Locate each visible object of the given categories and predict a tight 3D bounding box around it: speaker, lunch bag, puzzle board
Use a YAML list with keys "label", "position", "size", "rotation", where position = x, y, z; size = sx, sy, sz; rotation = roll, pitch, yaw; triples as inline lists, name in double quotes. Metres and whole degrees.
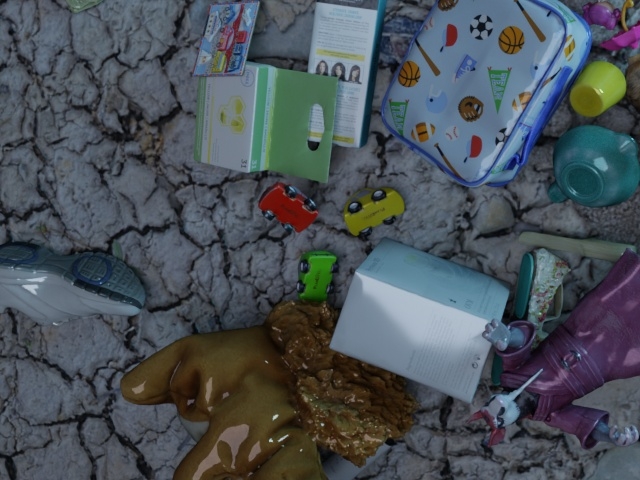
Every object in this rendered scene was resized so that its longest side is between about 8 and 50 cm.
- label: "speaker"
  position: [0.057, 0.364, 1.869]
  size: [0.055, 0.055, 0.136]
  rotation: [46, 108, 1]
- label: "lunch bag"
  position: [0.241, -0.230, 1.624]
  size: [0.243, 0.115, 0.303]
  rotation: [38, 113, 26]
- label: "puzzle board"
  position: [-0.150, -0.317, 1.743]
  size: [0.096, 0.011, 0.128]
  rotation: [4, 73, 30]

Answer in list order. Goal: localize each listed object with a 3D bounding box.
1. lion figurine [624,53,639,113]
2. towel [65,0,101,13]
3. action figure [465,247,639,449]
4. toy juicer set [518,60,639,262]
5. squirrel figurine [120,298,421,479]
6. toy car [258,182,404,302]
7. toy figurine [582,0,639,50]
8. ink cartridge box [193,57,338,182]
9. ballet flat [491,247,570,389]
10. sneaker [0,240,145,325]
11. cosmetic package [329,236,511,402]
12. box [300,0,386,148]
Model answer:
- label: "lion figurine"
  position: [0.599, -0.116, 1.582]
  size: [0.240, 0.142, 0.392]
  rotation: [-17, 102, 24]
- label: "towel"
  position: [-0.393, -0.455, 1.809]
  size: [0.110, 0.027, 0.148]
  rotation: [-24, 96, 17]
- label: "action figure"
  position: [0.361, 0.157, 1.597]
  size: [0.370, 0.276, 0.248]
  rotation: [-34, 94, 8]
- label: "toy juicer set"
  position: [0.431, -0.087, 1.621]
  size: [0.209, 0.089, 0.329]
  rotation: [29, 135, 20]
- label: "squirrel figurine"
  position: [-0.044, 0.299, 1.714]
  size: [0.397, 0.370, 0.281]
  rotation: [-34, 137, -5]
- label: "toy car"
  position: [0.000, 0.000, 1.778]
  size: [0.239, 0.053, 0.225]
  rotation: [1, 124, -18]
- label: "toy figurine"
  position: [0.422, -0.355, 1.595]
  size: [0.173, 0.130, 0.159]
  rotation: [21, 118, 31]
- label: "ink cartridge box"
  position: [-0.091, -0.189, 1.741]
  size: [0.235, 0.056, 0.171]
  rotation: [15, 106, 34]
- label: "ballet flat"
  position: [0.334, 0.128, 1.736]
  size: [0.077, 0.091, 0.240]
  rotation: [8, 110, -14]
- label: "sneaker"
  position: [-0.438, 0.088, 1.920]
  size: [0.297, 0.111, 0.129]
  rotation: [12, 121, 15]
- label: "cosmetic package"
  position: [0.158, 0.112, 1.697]
  size: [0.225, 0.224, 0.138]
  rotation: [19, 107, 9]
- label: "box"
  position: [0.036, -0.272, 1.725]
  size: [0.101, 0.060, 0.244]
  rotation: [11, 105, 12]
